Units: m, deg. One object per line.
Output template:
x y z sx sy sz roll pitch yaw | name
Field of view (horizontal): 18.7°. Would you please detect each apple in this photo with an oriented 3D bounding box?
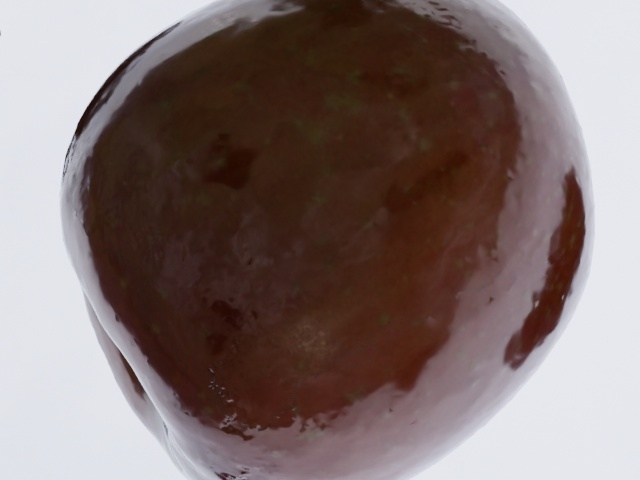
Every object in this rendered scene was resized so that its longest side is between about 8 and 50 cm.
0.000 0.000 0.659 0.168 0.181 0.181 -24 -110 -16 | apple
